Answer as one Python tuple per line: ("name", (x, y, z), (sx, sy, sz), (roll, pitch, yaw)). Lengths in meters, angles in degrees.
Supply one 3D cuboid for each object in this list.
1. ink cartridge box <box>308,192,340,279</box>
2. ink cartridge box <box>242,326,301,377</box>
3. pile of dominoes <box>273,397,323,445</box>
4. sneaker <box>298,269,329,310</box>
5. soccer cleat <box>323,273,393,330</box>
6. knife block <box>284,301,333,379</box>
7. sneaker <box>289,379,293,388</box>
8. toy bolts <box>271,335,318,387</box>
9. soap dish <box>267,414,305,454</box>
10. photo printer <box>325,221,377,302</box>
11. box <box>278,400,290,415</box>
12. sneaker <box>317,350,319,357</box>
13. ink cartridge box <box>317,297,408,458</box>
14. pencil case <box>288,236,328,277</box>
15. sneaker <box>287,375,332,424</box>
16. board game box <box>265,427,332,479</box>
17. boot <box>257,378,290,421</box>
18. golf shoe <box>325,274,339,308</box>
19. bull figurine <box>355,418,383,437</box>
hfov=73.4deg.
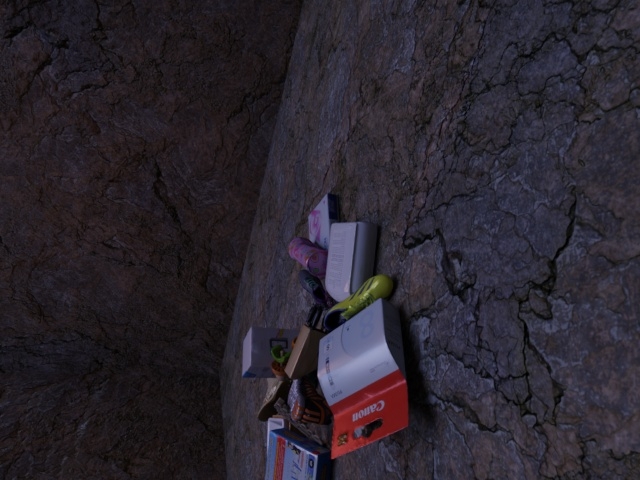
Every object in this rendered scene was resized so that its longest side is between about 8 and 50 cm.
("ink cartridge box", (0.000, 0.000, 2.002), (0.330, 0.071, 0.325), (133, 139, -55))
("ink cartridge box", (-0.239, 0.567, 2.154), (0.198, 0.269, 0.197), (124, 149, -50))
("pile of dominoes", (-0.081, 0.736, 1.750), (0.040, 0.251, 0.196), (-49, -12, -27))
("sneaker", (-0.025, 0.197, 1.875), (0.224, 0.083, 0.098), (49, 165, 28))
("soccer cleat", (0.125, 0.216, 1.430), (0.289, 0.093, 0.121), (-40, -2, 29))
("knife block", (-0.048, 0.400, 1.764), (0.242, 0.275, 0.088), (69, 163, -11))
("sneaker", (-0.092, 0.725, 1.956), (0.235, 0.097, 0.084), (-123, 44, -60))
("toy bolts", (-0.089, 0.571, 1.967), (0.228, 0.218, 0.159), (18, 118, 37))
("soap dish", (-0.165, 0.953, 2.043), (0.291, 0.118, 0.229), (138, 135, -60))
("photo printer", (0.109, 0.086, 1.623), (0.256, 0.107, 0.308), (-179, 95, -69))
("box", (-0.195, 0.939, 2.254), (0.116, 0.029, 0.162), (-177, 93, -70))
("sneaker", (0.077, 0.422, 1.677), (0.209, 0.082, 0.069), (-44, 12, 34))
("ink cartridge box", (0.111, 0.403, 1.283), (0.308, 0.091, 0.385), (-41, 26, 32))
("pencil case", (-0.047, 0.068, 1.849), (0.284, 0.124, 0.124), (-148, 67, -64))
("sneaker", (-0.028, 0.644, 1.718), (0.321, 0.179, 0.125), (-118, 48, -78))
("board game box", (-0.098, 0.970, 1.748), (0.301, 0.086, 0.309), (1, 83, 46))
("boot", (-0.263, 0.817, 2.316), (0.262, 0.095, 0.203), (-59, 23, 4))
("golf shoe", (0.054, 0.204, 1.809), (0.086, 0.067, 0.186), (81, -174, -63))
("bull figurine", (0.150, 0.511, 1.381), (0.188, 0.101, 0.311), (-165, 83, -66))
